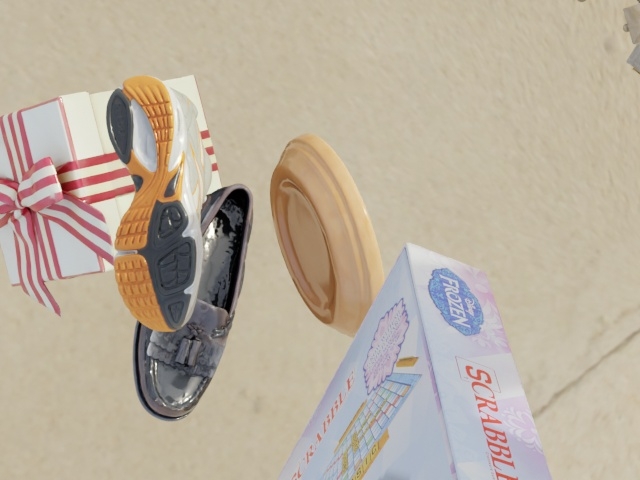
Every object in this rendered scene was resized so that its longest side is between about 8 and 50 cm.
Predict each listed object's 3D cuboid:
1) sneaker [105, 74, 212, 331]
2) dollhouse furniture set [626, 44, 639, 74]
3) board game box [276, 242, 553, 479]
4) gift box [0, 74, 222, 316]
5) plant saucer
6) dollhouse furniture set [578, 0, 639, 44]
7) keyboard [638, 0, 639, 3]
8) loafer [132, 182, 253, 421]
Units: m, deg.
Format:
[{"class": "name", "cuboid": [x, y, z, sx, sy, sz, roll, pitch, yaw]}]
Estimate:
[{"class": "sneaker", "cuboid": [-0.149, -0.037, 1.424, 0.099, 0.121, 0.262, -2, 90, 23]}, {"class": "dollhouse furniture set", "cuboid": [0.471, -0.272, 1.788, 0.076, 0.058, 0.152, 46, 138, 21]}, {"class": "board game box", "cuboid": [0.027, 0.212, 0.819, 0.066, 0.318, 0.319, 21, 116, -15]}, {"class": "gift box", "cuboid": [-0.288, -0.059, 1.783, 0.255, 0.258, 0.276, -16, 90, 48]}, {"class": "plant saucer", "cuboid": [0.000, 0.000, 1.275, 0.037, 0.200, 0.200, -19, 81, -19]}, {"class": "dollhouse furniture set", "cuboid": [0.297, -0.190, 1.288, 0.123, 0.144, 0.151, -16, 89, 27]}, {"class": "keyboard", "cuboid": [0.414, -0.280, 1.680, 0.023, 0.108, 0.180, -28, 47, 13]}, {"class": "loafer", "cuboid": [-0.147, 0.064, 1.635, 0.109, 0.095, 0.303, 22, 63, -15]}]
